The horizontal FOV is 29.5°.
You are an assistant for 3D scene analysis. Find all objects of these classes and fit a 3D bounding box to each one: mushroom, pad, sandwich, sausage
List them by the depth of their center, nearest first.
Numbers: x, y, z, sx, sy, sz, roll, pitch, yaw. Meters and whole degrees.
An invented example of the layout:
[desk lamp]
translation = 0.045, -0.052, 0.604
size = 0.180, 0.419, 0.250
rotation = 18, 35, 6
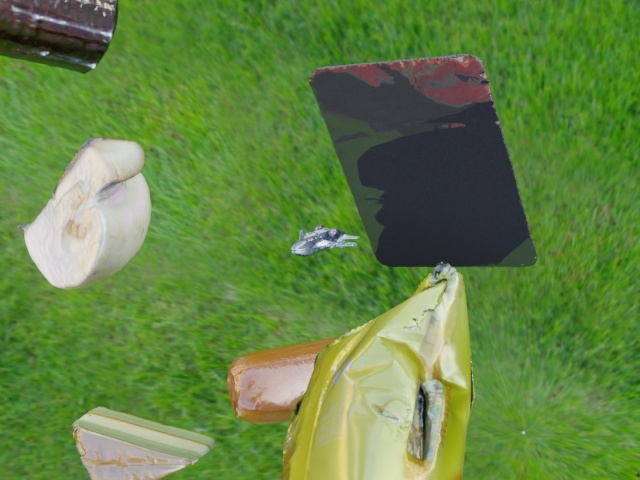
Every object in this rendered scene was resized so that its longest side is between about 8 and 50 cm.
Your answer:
[pad]
translation = 0.064, -0.043, 0.738
size = 0.112, 0.157, 0.003
rotation = -1, 40, 28
[sausage]
translation = 0.000, 0.138, 1.235
size = 0.197, 0.076, 0.076
rotation = -8, 78, -25
[sandwich]
translation = -0.236, 0.260, 1.614
size = 0.163, 0.079, 0.113
rotation = -25, 94, 27
[mushroom]
translation = -0.311, -0.020, 1.833
size = 0.236, 0.162, 0.173
rotation = -47, 59, 33

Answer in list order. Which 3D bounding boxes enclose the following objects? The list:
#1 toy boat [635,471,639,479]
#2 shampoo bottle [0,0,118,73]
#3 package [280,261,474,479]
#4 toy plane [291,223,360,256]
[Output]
[toy boat]
translation = 0.515, 0.238, 1.266
size = 0.162, 0.445, 0.136
rotation = 1, 63, -33
[shampoo bottle]
translation = -0.235, -0.142, 0.616
size = 0.104, 0.278, 0.104
rotation = -17, 69, 51
[package]
translation = 0.030, 0.132, 0.735
size = 0.090, 0.168, 0.226
rotation = 26, 53, -17
[toy plane]
translation = 0.000, 0.000, 1.315
size = 0.078, 0.083, 0.031
rotation = 12, 105, 46
